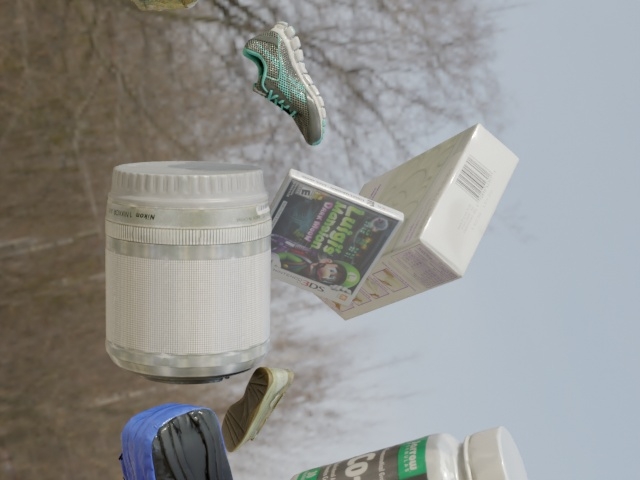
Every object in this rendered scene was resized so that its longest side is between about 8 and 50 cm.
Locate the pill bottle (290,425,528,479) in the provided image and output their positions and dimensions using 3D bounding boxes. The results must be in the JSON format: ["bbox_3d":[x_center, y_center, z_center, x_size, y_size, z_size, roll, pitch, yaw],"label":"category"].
[{"bbox_3d":[0.142,0.423,1.892,0.204,0.361,0.204,-19,90,-74],"label":"pill bottle"}]

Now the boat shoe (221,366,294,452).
[{"bbox_3d":[-0.086,0.229,1.607,0.056,0.048,0.153,56,-51,40],"label":"boat shoe"}]

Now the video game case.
[{"bbox_3d":[0.000,0.000,1.688,0.022,0.173,0.190,-82,-163,-48],"label":"video game case"}]

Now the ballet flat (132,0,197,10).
[{"bbox_3d":[-0.229,-0.350,1.522,0.348,0.123,0.123,-139,-142,-67],"label":"ballet flat"}]

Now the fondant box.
[{"bbox_3d":[0.140,-0.022,1.885,0.096,0.238,0.330,38,-31,-15],"label":"fondant box"}]

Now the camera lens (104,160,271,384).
[{"bbox_3d":[-0.174,0.040,1.583,0.219,0.219,0.274,-152,-118,-71],"label":"camera lens"}]

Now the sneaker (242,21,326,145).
[{"bbox_3d":[-0.049,-0.194,1.537,0.166,0.076,0.065,67,-19,5],"label":"sneaker"}]

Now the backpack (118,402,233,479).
[{"bbox_3d":[-0.149,0.220,1.164,0.101,0.098,0.120,3,-73,42],"label":"backpack"}]
